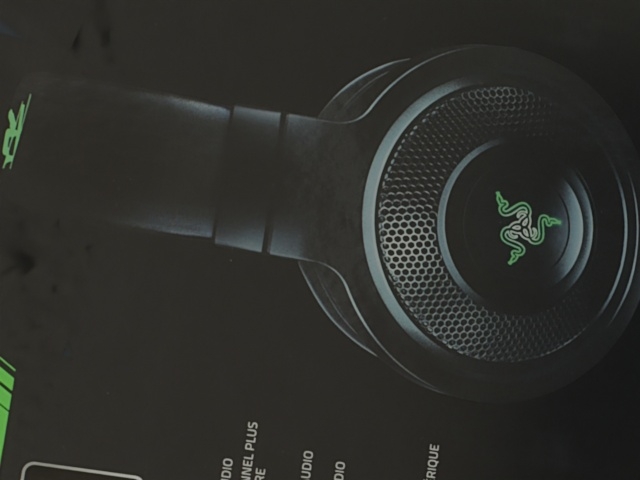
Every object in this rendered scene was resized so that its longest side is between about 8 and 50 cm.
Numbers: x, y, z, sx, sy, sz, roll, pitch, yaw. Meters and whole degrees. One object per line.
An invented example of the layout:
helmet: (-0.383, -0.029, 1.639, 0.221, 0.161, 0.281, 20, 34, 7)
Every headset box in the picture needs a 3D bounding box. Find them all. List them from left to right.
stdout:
headset box: (0.000, 0.000, 0.538, 0.131, 0.283, 0.246, 145, 135, -74)
